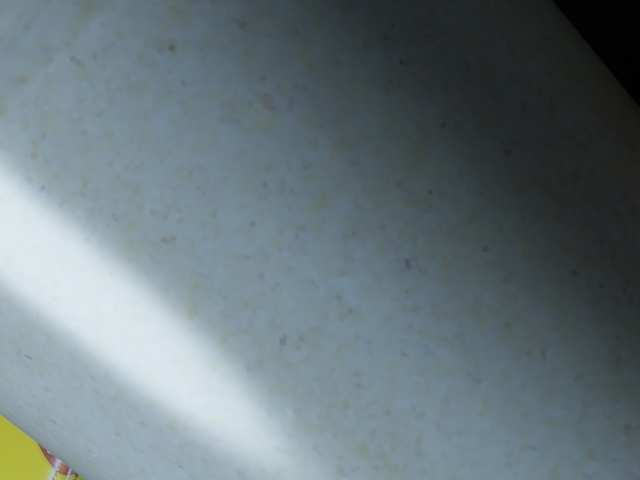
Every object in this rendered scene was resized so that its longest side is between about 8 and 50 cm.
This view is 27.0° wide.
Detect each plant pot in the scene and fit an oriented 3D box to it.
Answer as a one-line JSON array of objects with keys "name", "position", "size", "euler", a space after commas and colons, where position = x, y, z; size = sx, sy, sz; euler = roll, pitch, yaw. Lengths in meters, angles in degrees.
[{"name": "plant pot", "position": [0.000, 0.000, 0.520], "size": [0.305, 0.334, 0.334], "euler": [44, 127, 6]}]

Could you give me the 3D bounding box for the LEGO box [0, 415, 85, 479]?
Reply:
[{"name": "LEGO box", "position": [-0.263, 0.163, 0.891], "size": [0.372, 0.193, 0.500], "euler": [39, 118, 30]}]
